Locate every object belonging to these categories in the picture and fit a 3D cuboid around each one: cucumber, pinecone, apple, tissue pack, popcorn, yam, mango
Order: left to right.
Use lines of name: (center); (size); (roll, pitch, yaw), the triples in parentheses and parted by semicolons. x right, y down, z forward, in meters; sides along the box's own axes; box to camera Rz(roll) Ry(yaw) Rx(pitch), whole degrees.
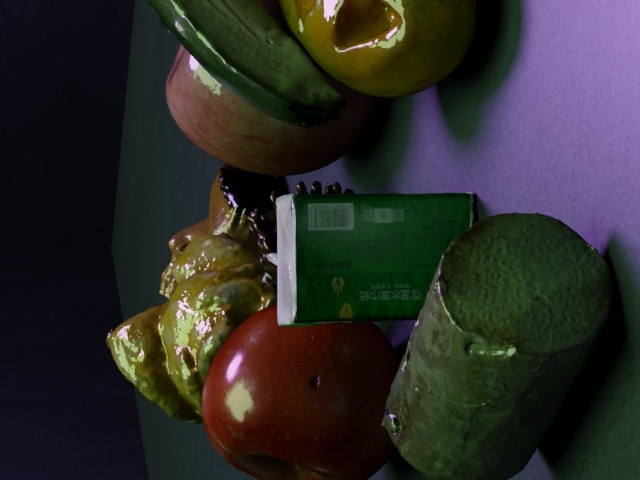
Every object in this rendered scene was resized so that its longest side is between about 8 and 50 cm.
popcorn: (-0.155, 0.170, 2.145); (0.290, 0.326, 0.321); (-133, 51, -69)
cucumber: (-0.103, -0.234, 1.681); (0.325, 0.105, 0.145); (47, 163, 18)
apple: (-0.072, -0.243, 1.925); (0.345, 0.270, 0.344); (180, 90, -75)
apple: (-0.016, 0.197, 1.785); (0.260, 0.260, 0.216); (128, 159, -66)
pinecone: (-0.002, 0.003, 1.866); (0.179, 0.195, 0.150); (56, -139, -34)
tissue pack: (0.054, 0.021, 1.607); (0.156, 0.209, 0.148); (167, 101, -76)
mango: (0.071, -0.295, 1.621); (0.365, 0.182, 0.252); (44, 130, 52)
yam: (0.159, 0.113, 1.325); (0.268, 0.161, 0.161); (107, 156, -47)

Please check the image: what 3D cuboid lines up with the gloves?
gloves: (-0.159, 0.025, 2.461); (0.356, 0.155, 0.203); (-59, 39, 34)
